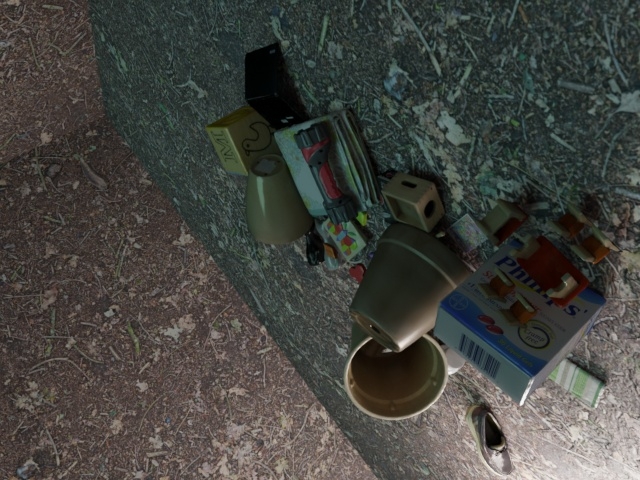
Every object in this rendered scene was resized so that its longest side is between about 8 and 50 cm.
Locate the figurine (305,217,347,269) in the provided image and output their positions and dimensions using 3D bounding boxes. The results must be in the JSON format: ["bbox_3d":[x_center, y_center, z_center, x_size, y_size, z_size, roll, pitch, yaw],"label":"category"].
[{"bbox_3d":[0.000,0.000,2.184,0.215,0.092,0.209,8,124,57],"label":"figurine"}]

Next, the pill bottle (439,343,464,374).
[{"bbox_3d":[0.417,0.413,1.921,0.103,0.103,0.184,54,155,4],"label":"pill bottle"}]

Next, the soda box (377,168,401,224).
[{"bbox_3d":[0.218,-0.126,1.668,0.060,0.053,0.168,29,144,43],"label":"soda box"}]

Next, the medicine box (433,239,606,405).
[{"bbox_3d":[0.465,0.184,1.327,0.263,0.289,0.149,39,153,31],"label":"medicine box"}]

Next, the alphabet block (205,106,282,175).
[{"bbox_3d":[-0.282,-0.375,2.091,0.193,0.192,0.197,15,135,52],"label":"alphabet block"}]

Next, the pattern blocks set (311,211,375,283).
[{"bbox_3d":[0.085,-0.022,1.980,0.325,0.026,0.285,46,139,22],"label":"pattern blocks set"}]

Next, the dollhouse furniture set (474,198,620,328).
[{"bbox_3d":[0.470,0.028,1.225,0.135,0.262,0.259,19,-150,-45],"label":"dollhouse furniture set"}]

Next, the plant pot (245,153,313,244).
[{"bbox_3d":[-0.169,-0.168,2.022,0.256,0.256,0.274,37,153,34],"label":"plant pot"}]

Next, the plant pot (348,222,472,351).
[{"bbox_3d":[0.239,0.157,1.625,0.323,0.280,0.323,38,163,14],"label":"plant pot"}]

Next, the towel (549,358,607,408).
[{"bbox_3d":[0.684,0.371,1.496,0.152,0.023,0.113,37,148,38],"label":"towel"}]

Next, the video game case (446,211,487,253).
[{"bbox_3d":[0.401,-0.019,1.523,0.087,0.011,0.122,52,155,7],"label":"video game case"}]

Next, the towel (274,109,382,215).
[{"bbox_3d":[0.022,-0.239,1.800,0.374,0.090,0.320,-1,115,55],"label":"towel"}]

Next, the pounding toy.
[{"bbox_3d":[0.295,-0.078,1.556,0.181,0.094,0.206,26,158,43],"label":"pounding toy"}]

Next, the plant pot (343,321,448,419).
[{"bbox_3d":[0.229,0.379,1.898,0.305,0.334,0.333,-102,-14,-72],"label":"plant pot"}]

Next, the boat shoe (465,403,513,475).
[{"bbox_3d":[0.607,0.712,1.961,0.285,0.103,0.092,64,159,-6],"label":"boat shoe"}]

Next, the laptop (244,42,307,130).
[{"bbox_3d":[-0.144,-0.507,1.890,0.264,0.136,0.234,39,166,-31],"label":"laptop"}]

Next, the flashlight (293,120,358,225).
[{"bbox_3d":[0.025,-0.197,1.663,0.304,0.103,0.103,64,174,-16],"label":"flashlight"}]
